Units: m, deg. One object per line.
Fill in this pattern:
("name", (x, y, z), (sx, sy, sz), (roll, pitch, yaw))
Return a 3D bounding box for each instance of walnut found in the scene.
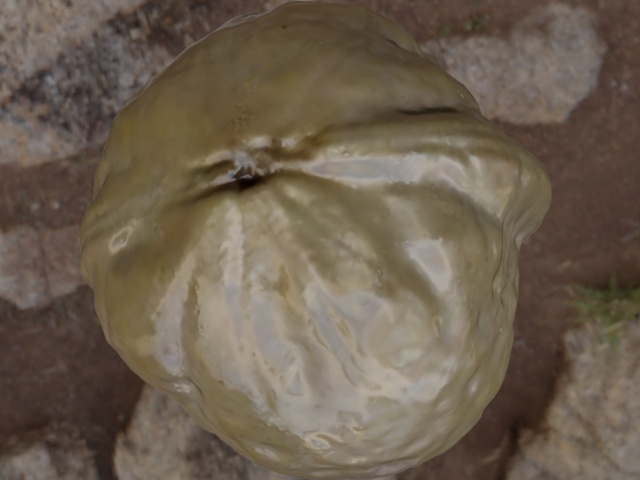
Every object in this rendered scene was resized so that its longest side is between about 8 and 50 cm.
("walnut", (0.000, 0.000, 1.027), (0.381, 0.381, 0.381), (-15, 148, -10))

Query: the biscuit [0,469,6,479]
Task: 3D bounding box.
("biscuit", (-0.329, 0.294, 1.098), (0.335, 0.329, 0.078), (-3, 135, 44))
